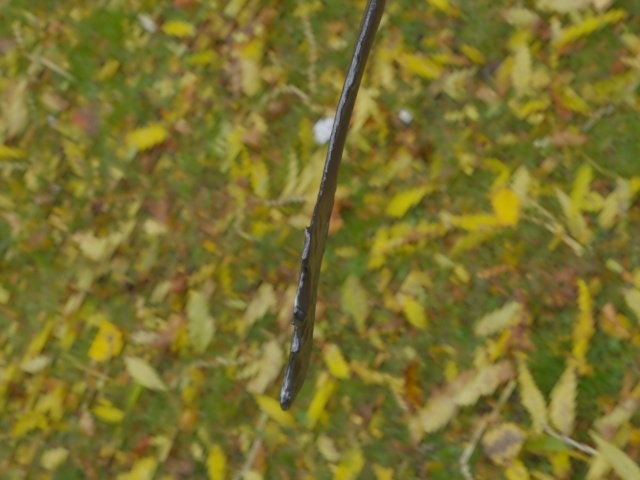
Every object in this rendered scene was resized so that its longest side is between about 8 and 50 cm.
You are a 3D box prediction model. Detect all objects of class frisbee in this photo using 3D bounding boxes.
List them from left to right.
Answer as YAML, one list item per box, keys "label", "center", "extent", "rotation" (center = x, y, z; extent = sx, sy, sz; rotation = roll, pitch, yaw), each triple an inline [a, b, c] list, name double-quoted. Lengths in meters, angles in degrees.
- label: "frisbee"
  center: [0.000, 0.000, 0.723]
  extent: [0.187, 0.012, 0.211]
  rotation: [-74, -4, -71]
